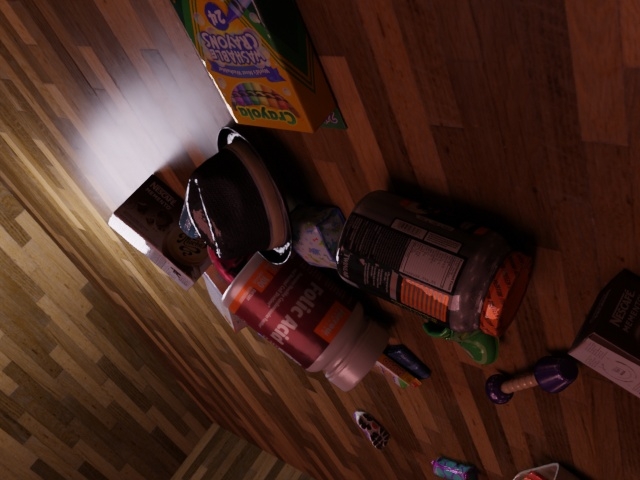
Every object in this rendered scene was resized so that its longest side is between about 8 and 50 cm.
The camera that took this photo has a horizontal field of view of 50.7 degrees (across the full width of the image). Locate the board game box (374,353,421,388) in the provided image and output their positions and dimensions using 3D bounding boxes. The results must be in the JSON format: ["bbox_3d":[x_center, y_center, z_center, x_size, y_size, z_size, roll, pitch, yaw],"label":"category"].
[{"bbox_3d":[0.159,0.329,1.866,0.259,0.039,0.124,34,166,9],"label":"board game box"}]

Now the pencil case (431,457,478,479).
[{"bbox_3d":[0.436,0.746,2.180,0.070,0.064,0.152,35,158,-30],"label":"pencil case"}]

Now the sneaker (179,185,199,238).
[{"bbox_3d":[-0.289,-0.107,1.719,0.087,0.092,0.228,39,134,3],"label":"sneaker"}]

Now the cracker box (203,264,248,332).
[{"bbox_3d":[-0.297,0.172,2.128,0.155,0.067,0.232,49,161,27],"label":"cracker box"}]

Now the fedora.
[{"bbox_3d":[-0.195,-0.072,1.475,0.334,0.153,0.334,46,152,32],"label":"fedora"}]

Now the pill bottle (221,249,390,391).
[{"bbox_3d":[-0.034,0.189,1.707,0.392,0.224,0.224,38,153,0],"label":"pill bottle"}]

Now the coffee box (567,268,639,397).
[{"bbox_3d":[0.547,0.179,1.071,0.247,0.141,0.098,32,153,12],"label":"coffee box"}]

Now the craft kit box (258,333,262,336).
[{"bbox_3d":[-0.105,0.274,2.117,0.250,0.061,0.246,26,153,22],"label":"craft kit box"}]

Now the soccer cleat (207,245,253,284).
[{"bbox_3d":[-0.204,0.116,1.921,0.331,0.116,0.143,43,152,-11],"label":"soccer cleat"}]

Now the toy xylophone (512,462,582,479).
[{"bbox_3d":[0.646,0.698,1.828,0.236,0.081,0.322,31,153,13],"label":"toy xylophone"}]

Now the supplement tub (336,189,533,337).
[{"bbox_3d":[0.204,0.043,1.221,0.316,0.193,0.193,24,150,27],"label":"supplement tub"}]

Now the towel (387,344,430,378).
[{"bbox_3d":[0.237,0.328,1.808,0.119,0.029,0.067,45,152,-12],"label":"towel"}]

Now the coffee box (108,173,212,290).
[{"bbox_3d":[-0.431,-0.021,1.927,0.297,0.168,0.119,42,153,-6],"label":"coffee box"}]

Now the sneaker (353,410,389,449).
[{"bbox_3d":[0.179,0.664,2.389,0.170,0.068,0.071,55,165,-14],"label":"sneaker"}]

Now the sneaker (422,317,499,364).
[{"bbox_3d":[0.269,0.168,1.412,0.109,0.123,0.295,-4,132,52],"label":"sneaker"}]

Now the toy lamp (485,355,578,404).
[{"bbox_3d":[0.452,0.299,1.451,0.080,0.080,0.274,39,156,-1],"label":"toy lamp"}]

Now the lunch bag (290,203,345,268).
[{"bbox_3d":[0.000,0.000,1.511,0.129,0.096,0.151,8,130,45],"label":"lunch bag"}]

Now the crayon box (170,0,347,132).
[{"bbox_3d":[-0.103,-0.304,1.176,0.203,0.083,0.323,14,145,39],"label":"crayon box"}]
